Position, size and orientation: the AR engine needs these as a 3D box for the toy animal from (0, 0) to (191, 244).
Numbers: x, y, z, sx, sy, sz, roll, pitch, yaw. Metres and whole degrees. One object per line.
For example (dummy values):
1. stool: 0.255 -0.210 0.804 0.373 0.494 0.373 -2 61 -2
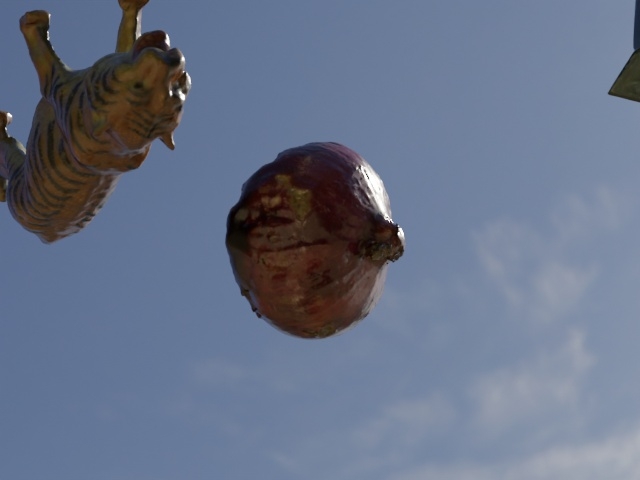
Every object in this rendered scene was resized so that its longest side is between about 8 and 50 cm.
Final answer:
1. toy animal: -0.128 -0.056 0.803 0.057 0.099 0.241 4 -25 -28

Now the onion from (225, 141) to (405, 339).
1. onion: 0.000 0.000 0.837 0.097 0.107 0.107 11 -18 32

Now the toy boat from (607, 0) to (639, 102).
1. toy boat: 0.243 -0.079 0.639 0.246 0.103 0.093 13 7 -12
